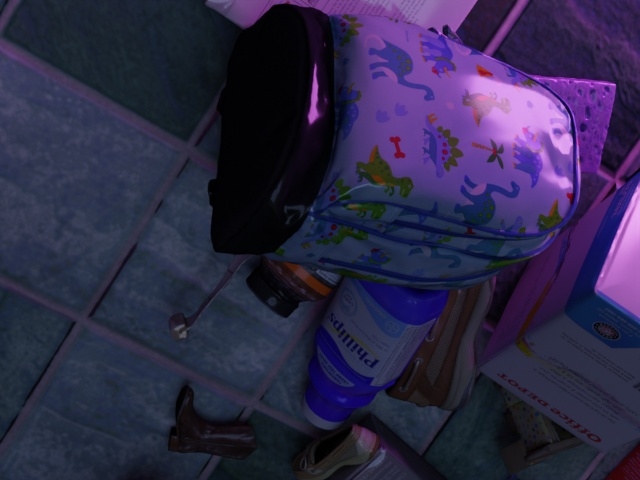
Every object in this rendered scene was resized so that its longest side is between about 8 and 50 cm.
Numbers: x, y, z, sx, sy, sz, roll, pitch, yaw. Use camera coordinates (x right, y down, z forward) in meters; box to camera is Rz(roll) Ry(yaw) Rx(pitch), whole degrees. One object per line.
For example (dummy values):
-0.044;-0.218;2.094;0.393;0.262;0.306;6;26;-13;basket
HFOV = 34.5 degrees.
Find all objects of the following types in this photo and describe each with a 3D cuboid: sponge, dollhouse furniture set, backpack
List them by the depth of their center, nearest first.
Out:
0.095;-0.082;1.081;0.355;0.290;0.273;27;143;-33;backpack
0.257;-0.148;1.284;0.210;0.031;0.117;3;108;-13;sponge
0.254;0.207;1.373;0.101;0.161;0.182;-9;68;-30;dollhouse furniture set

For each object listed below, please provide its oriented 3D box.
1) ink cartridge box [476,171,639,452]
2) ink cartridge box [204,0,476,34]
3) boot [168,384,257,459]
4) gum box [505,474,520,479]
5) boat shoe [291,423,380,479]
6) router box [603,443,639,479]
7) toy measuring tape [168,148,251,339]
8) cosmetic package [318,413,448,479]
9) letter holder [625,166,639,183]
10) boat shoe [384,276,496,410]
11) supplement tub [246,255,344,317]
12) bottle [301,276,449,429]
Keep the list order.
0.356;0.091;1.211;0.198;0.270;0.197;34;59;-3;ink cartridge box
0.052;-0.318;1.159;0.261;0.066;0.296;32;100;-21;ink cartridge box
-0.132;0.237;1.333;0.114;0.037;0.106;10;120;-12;boot
0.237;0.432;1.419;0.184;0.157;0.041;-44;112;6;gum box
0.010;0.272;1.337;0.048;0.056;0.153;39;139;-22;boat shoe
0.601;0.394;1.525;0.335;0.082;0.301;38;98;-22;router box
-0.102;-0.037;1.203;0.121;0.121;0.330;38;98;-21;toy measuring tape
0.110;0.361;1.396;0.238;0.107;0.127;42;99;-18;cosmetic package
0.559;-0.019;1.234;0.152;0.302;0.214;-41;114;-15;letter holder
0.142;0.068;1.291;0.116;0.123;0.324;2;107;-11;boat shoe
0.000;0.000;1.242;0.106;0.106;0.198;41;97;-22;supplement tub
0.052;0.124;1.256;0.092;0.118;0.283;-22;150;-42;bottle
